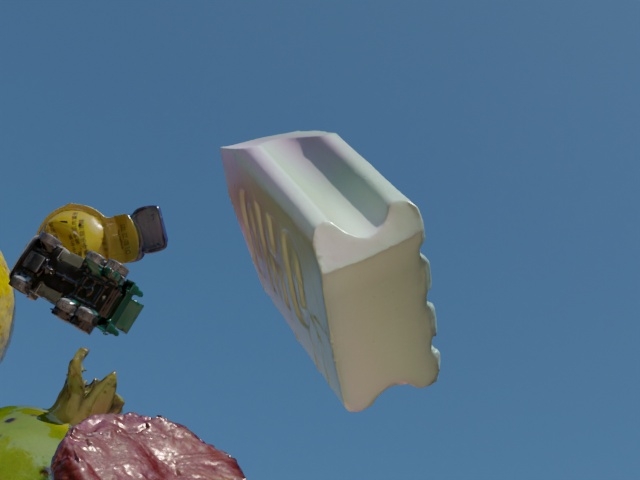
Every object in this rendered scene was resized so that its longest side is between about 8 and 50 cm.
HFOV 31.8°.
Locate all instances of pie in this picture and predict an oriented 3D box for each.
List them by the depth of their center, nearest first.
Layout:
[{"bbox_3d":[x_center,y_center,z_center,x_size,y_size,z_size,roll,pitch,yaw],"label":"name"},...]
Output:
[{"bbox_3d":[-0.114,0.172,0.781,0.154,0.154,0.036,21,-71,-11],"label":"pie"}]

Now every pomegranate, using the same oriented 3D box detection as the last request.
[{"bbox_3d":[-0.347,0.298,1.388,0.260,0.260,0.340,23,-90,-13],"label":"pomegranate"}]

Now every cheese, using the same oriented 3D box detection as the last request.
[{"bbox_3d":[-0.361,0.009,1.804,0.250,0.064,0.156,-13,-93,17],"label":"cheese"}]

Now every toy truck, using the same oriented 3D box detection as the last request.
[{"bbox_3d":[-0.354,0.077,1.673,0.216,0.110,0.116,22,-16,31],"label":"toy truck"}]

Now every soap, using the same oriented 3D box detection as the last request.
[{"bbox_3d":[0.000,0.000,1.201,0.115,0.347,0.208,-17,-60,-14],"label":"soap"}]

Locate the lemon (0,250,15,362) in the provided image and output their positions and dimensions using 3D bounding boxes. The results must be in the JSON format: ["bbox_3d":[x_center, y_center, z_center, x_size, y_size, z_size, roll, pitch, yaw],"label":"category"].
[{"bbox_3d":[-0.661,0.094,1.772,0.350,0.350,0.387,-5,-89,14],"label":"lemon"}]
